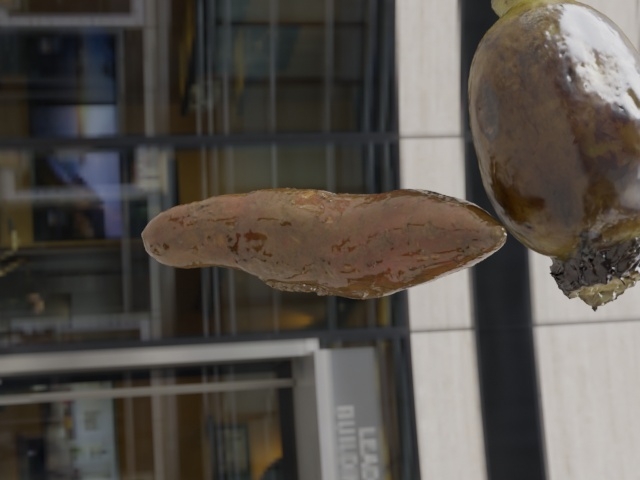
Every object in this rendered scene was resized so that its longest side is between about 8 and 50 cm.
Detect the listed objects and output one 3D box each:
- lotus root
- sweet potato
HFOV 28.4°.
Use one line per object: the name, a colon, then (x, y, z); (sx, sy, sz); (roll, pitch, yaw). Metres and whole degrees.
lotus root: (0.209, -0.096, 1.069); (0.141, 0.169, 0.314); (-24, -98, 56)
sweet potato: (0.010, 0.002, 1.107); (0.106, 0.355, 0.095); (17, 75, -61)
